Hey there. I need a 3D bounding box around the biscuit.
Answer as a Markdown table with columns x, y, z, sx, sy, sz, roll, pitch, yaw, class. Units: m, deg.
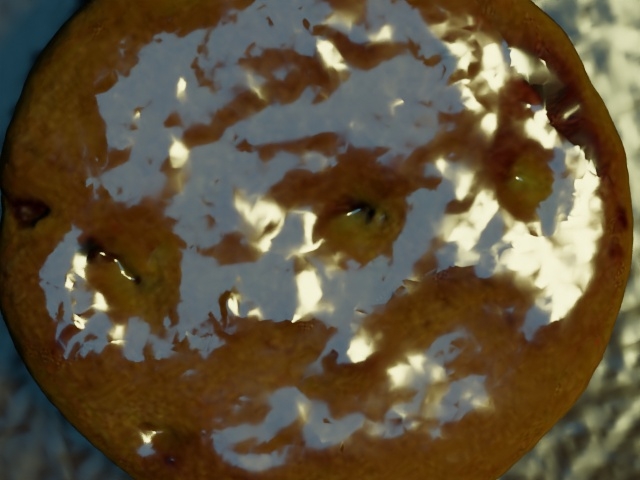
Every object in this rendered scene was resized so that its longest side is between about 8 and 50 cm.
| x | y | z | sx | sy | sz | roll | pitch | yaw | class |
| --- | --- | --- | --- | --- | --- | --- | --- | --- | --- |
| 0.000 | 0.000 | 0.571 | 0.212 | 0.036 | 0.212 | -1 | 103 | -6 | biscuit |
